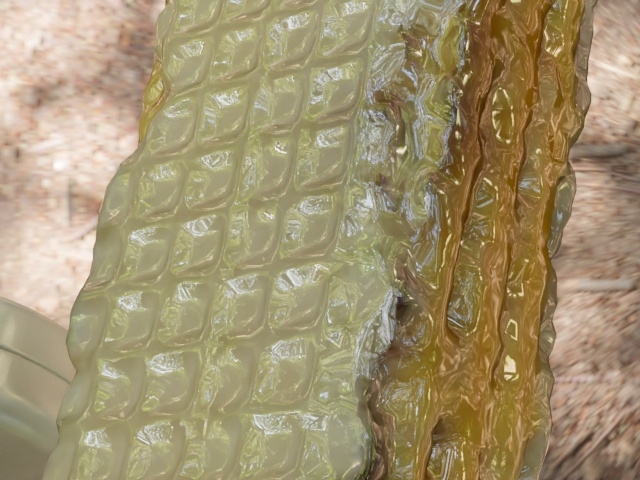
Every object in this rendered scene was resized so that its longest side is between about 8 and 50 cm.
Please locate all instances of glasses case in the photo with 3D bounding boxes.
[{"bbox_3d":[-0.170,0.073,0.701,0.196,0.083,0.050,-23,51,36],"label":"glasses case"}]

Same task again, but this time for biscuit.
[{"bbox_3d":[0.000,0.000,0.369,0.094,0.054,0.378,-9,61,38],"label":"biscuit"}]
